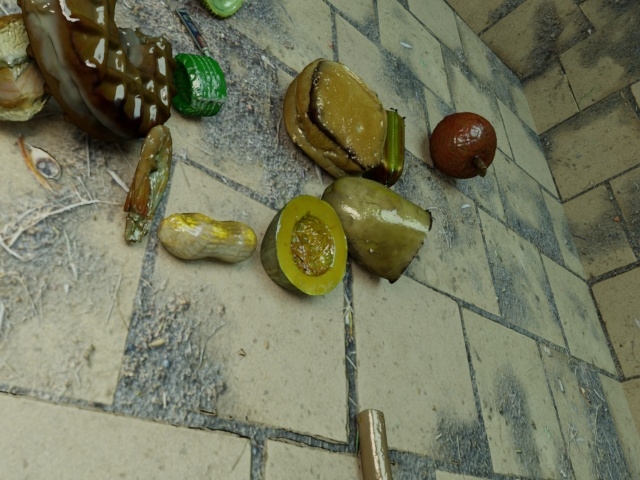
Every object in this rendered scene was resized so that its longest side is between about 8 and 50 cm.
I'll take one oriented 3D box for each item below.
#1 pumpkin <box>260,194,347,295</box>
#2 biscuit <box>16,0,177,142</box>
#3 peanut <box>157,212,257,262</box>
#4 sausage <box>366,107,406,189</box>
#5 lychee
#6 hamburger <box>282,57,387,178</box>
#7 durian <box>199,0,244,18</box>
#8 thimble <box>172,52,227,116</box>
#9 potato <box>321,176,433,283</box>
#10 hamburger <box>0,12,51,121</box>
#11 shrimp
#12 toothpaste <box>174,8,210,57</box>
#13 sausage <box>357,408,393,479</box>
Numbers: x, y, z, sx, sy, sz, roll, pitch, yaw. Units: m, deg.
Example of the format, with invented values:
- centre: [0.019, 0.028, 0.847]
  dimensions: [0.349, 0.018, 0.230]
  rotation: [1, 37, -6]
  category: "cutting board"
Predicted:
- centre: [-0.047, 0.019, 1.123]
  dimensions: [0.217, 0.110, 0.217]
  rotation: [23, 60, -47]
  category: "pumpkin"
- centre: [-0.349, -0.302, 0.862]
  dimensions: [0.366, 0.115, 0.268]
  rotation: [36, 50, -78]
  category: "biscuit"
- centre: [-0.205, -0.003, 0.966]
  dimensions: [0.206, 0.087, 0.087]
  rotation: [11, 58, -46]
  category: "peanut"
- centre: [0.196, -0.249, 1.544]
  dimensions: [0.117, 0.125, 0.317]
  rotation: [31, 46, -31]
  category: "sausage"
- centre: [0.515, -0.336, 1.863]
  dimensions: [0.255, 0.255, 0.300]
  rotation: [11, 26, -44]
  category: "lychee"
- centre: [0.042, -0.314, 1.374]
  dimensions: [0.304, 0.174, 0.284]
  rotation: [36, 45, -27]
  category: "hamburger"
- centre: [-0.241, -0.626, 1.327]
  dimensions: [0.215, 0.100, 0.086]
  rotation: [-39, 99, -46]
  category: "durian"
- centre: [-0.260, -0.323, 1.093]
  dimensions: [0.090, 0.118, 0.130]
  rotation: [-9, 52, -47]
  category: "thimble"
- centre: [0.116, -0.048, 1.282]
  dimensions: [0.266, 0.229, 0.229]
  rotation: [29, 45, -12]
  category: "potato"
- centre: [-0.484, -0.290, 0.797]
  dimensions: [0.155, 0.135, 0.208]
  rotation: [7, 46, 4]
  category: "hamburger"
- centre: [-0.300, -0.099, 0.894]
  dimensions: [0.115, 0.051, 0.217]
  rotation: [69, 33, -74]
  category: "shrimp"
- centre: [-0.300, -0.493, 1.240]
  dimensions: [0.140, 0.021, 0.037]
  rotation: [58, 33, 4]
  category: "toothpaste"
- centre: [0.119, 0.489, 1.019]
  dimensions: [0.066, 0.066, 0.301]
  rotation: [18, 51, -40]
  category: "sausage"
